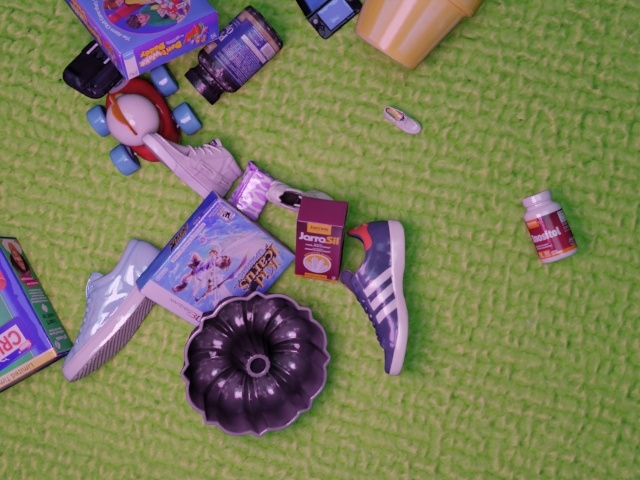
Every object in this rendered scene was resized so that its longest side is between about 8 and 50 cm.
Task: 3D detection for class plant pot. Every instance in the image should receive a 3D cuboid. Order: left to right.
[{"bbox_3d":[0.203,-0.516,1.479,0.254,0.254,0.239,34,109,4],"label":"plant pot"}]

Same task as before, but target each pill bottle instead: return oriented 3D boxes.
[{"bbox_3d":[-0.201,-0.418,1.555,0.219,0.123,0.123,-43,87,3],"label":"pill bottle"},{"bbox_3d":[0.508,-0.032,1.521,0.086,0.086,0.152,-22,88,4],"label":"pill bottle"}]

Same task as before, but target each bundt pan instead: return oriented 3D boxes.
[{"bbox_3d":[-0.151,0.257,1.516,0.330,0.124,0.331,-4,102,-17],"label":"bundt pan"}]

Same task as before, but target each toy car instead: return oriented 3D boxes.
[{"bbox_3d":[-0.419,-0.283,1.514,0.219,0.238,0.210,-31,88,3],"label":"toy car"}]

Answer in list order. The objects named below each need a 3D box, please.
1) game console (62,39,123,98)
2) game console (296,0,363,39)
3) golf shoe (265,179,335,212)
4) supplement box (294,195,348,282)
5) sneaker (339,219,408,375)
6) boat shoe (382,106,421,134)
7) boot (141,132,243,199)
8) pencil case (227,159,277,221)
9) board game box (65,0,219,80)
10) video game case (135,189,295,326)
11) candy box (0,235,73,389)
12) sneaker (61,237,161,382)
[{"bbox_3d":[-0.443,-0.462,1.524,0.213,0.044,0.361,27,62,10],"label":"game console"},{"bbox_3d":[0.021,-0.547,1.564,0.122,0.071,0.107,-39,87,4],"label":"game console"},{"bbox_3d":[-0.036,-0.083,1.541,0.176,0.086,0.069,12,103,-23],"label":"golf shoe"},{"bbox_3d":[0.000,0.000,1.508,0.104,0.188,0.081,8,47,4],"label":"supplement box"},{"bbox_3d":[0.119,0.129,1.534,0.148,0.131,0.350,-2,80,3],"label":"sneaker"},{"bbox_3d":[0.189,-0.279,1.570,0.100,0.035,0.035,35,92,4],"label":"boat shoe"},{"bbox_3d":[-0.279,-0.190,1.520,0.123,0.258,0.095,-49,51,-4],"label":"boot"},{"bbox_3d":[-0.180,-0.079,1.570,0.086,0.088,0.206,30,94,23],"label":"pencil case"},{"bbox_3d":[-0.415,-0.534,1.497,0.233,0.078,0.347,-31,67,-20],"label":"board game box"},{"bbox_3d":[-0.230,0.064,1.523,0.244,0.061,0.269,38,94,-34],"label":"video game case"},{"bbox_3d":[-0.779,0.190,1.600,0.268,0.122,0.317,-30,89,3],"label":"candy box"},{"bbox_3d":[-0.495,0.154,1.584,0.150,0.135,0.366,38,84,11],"label":"sneaker"}]
